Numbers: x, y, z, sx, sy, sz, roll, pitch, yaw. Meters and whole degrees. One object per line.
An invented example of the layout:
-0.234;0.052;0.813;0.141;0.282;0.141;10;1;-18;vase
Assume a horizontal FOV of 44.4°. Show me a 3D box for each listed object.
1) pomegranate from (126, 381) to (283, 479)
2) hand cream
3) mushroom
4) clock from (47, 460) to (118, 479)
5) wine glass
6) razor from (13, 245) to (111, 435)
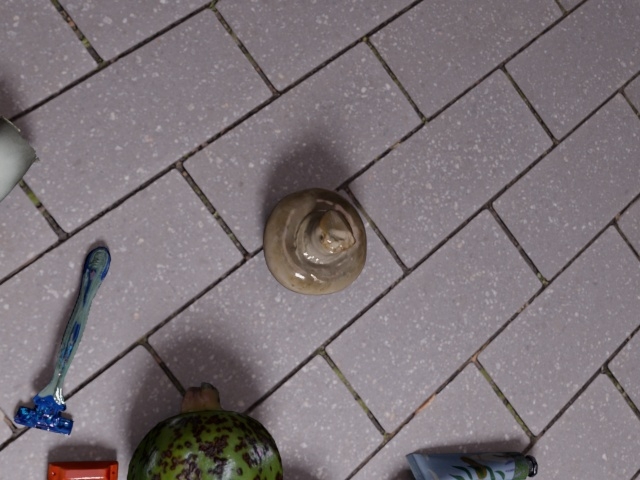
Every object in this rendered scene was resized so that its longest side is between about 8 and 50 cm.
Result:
-0.185;0.370;1.272;0.254;0.254;0.270;4;65;-20;pomegranate
0.302;0.448;1.531;0.272;0.091;0.058;4;123;-21;hand cream
0.000;0.000;1.432;0.204;0.204;0.204;4;78;-20;mushroom
-0.389;0.440;1.274;0.113;0.061;0.155;4;80;-21;clock
-0.565;-0.102;1.282;0.111;0.111;0.204;44;69;-8;wine glass
-0.415;0.159;1.321;0.093;0.056;0.324;19;73;-15;razor
